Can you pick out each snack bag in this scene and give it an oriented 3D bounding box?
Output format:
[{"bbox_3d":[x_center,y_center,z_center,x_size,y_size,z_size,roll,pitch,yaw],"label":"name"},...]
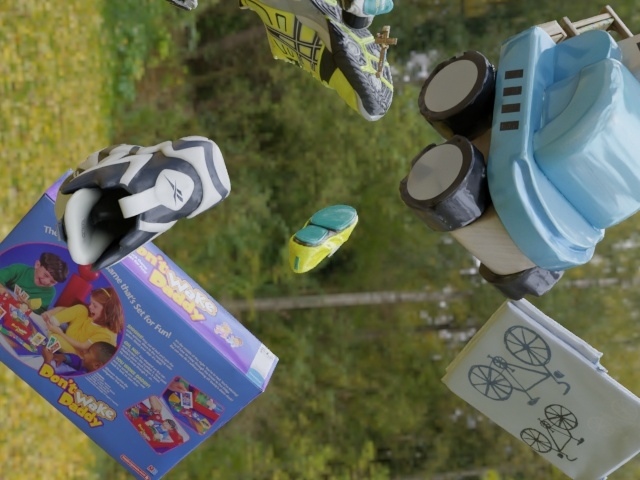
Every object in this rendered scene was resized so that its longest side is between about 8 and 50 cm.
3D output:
[{"bbox_3d":[0.395,0.265,1.928,0.037,0.343,0.323,-49,171,-34],"label":"snack bag"}]

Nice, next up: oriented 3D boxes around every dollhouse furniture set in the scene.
[{"bbox_3d":[0.350,-0.237,1.665,0.101,0.182,0.161,56,-38,16],"label":"dollhouse furniture set"}]

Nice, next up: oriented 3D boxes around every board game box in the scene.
[{"bbox_3d":[-0.259,0.115,1.409,0.233,0.347,0.078,-42,-170,26],"label":"board game box"}]

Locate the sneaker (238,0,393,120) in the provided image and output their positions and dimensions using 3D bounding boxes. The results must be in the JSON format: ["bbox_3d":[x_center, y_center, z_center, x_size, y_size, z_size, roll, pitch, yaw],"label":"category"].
[{"bbox_3d":[-0.005,-0.378,2.196,0.384,0.147,0.145,55,32,8],"label":"sneaker"}]

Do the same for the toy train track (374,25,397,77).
[{"bbox_3d":[0.096,-0.300,1.811,0.048,0.014,0.083,11,-86,46],"label":"toy train track"}]

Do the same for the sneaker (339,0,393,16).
[{"bbox_3d":[0.105,-0.520,1.955,0.107,0.110,0.275,45,-53,53],"label":"sneaker"}]

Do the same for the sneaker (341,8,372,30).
[{"bbox_3d":[0.087,-0.504,2.089,0.118,0.083,0.221,155,-63,-81],"label":"sneaker"}]

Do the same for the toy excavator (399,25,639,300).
[{"bbox_3d":[0.356,-0.181,1.362,0.222,0.445,0.432,42,46,-35],"label":"toy excavator"}]

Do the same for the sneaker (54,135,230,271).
[{"bbox_3d":[-0.214,-0.029,1.084,0.153,0.235,0.094,-29,110,-47],"label":"sneaker"}]

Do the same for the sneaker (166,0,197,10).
[{"bbox_3d":[-0.190,-0.398,1.565,0.190,0.071,0.082,111,-2,-72],"label":"sneaker"}]

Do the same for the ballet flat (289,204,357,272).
[{"bbox_3d":[0.000,0.000,2.054,0.231,0.077,0.077,-38,142,-62],"label":"ballet flat"}]
